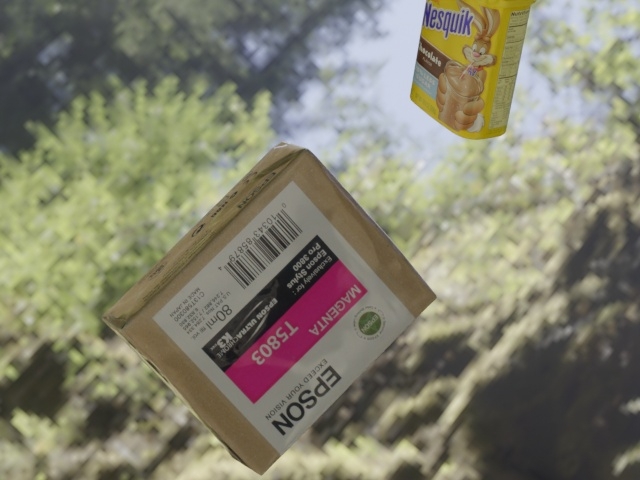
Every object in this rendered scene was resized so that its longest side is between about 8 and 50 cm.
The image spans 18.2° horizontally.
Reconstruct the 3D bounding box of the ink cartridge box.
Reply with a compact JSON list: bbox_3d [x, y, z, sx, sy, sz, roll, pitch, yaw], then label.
[{"bbox_3d":[-0.044,0.059,1.785,0.193,0.235,0.088,47,-9,-17],"label":"ink cartridge box"}]

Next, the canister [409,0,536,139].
[{"bbox_3d":[0.150,-0.200,1.989,0.126,0.073,0.170,42,-47,46],"label":"canister"}]
